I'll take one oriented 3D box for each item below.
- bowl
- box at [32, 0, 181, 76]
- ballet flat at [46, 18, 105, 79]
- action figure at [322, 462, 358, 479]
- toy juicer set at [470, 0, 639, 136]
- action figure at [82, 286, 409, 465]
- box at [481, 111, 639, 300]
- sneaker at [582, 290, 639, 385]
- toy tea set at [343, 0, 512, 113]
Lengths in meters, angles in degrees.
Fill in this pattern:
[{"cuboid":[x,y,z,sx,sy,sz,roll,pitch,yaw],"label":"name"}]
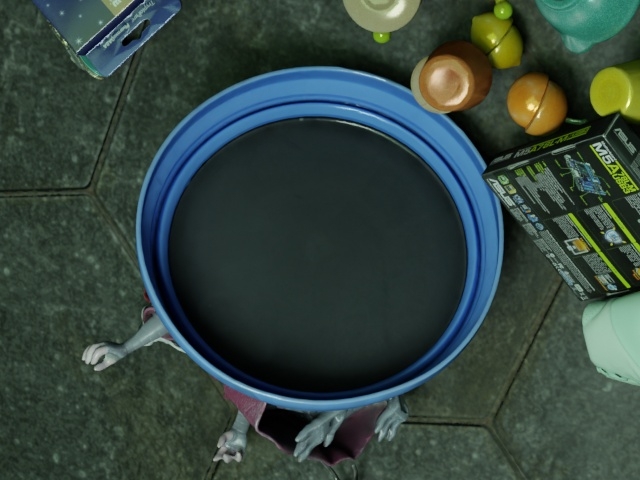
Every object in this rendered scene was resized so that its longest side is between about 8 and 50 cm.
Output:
[{"cuboid":[0.000,0.000,1.638,0.391,0.077,0.391,1,67,-3],"label":"bowl"},{"cuboid":[-0.284,-0.320,1.811,0.136,0.036,0.225,-41,86,10],"label":"box"},{"cuboid":[-0.297,-0.240,1.860,0.041,0.041,0.114,-35,88,27],"label":"ballet flat"},{"cuboid":[0.022,0.409,1.836,0.164,0.141,0.276,5,80,31],"label":"action figure"},{"cuboid":[0.247,-0.265,1.594,0.209,0.089,0.329,-14,85,47],"label":"toy juicer set"},{"cuboid":[-0.086,0.114,1.772,0.370,0.248,0.276,30,81,40],"label":"action figure"},{"cuboid":[0.288,-0.030,1.579,0.191,0.045,0.184,49,143,-16],"label":"box"},{"cuboid":[0.385,0.151,1.644,0.256,0.094,0.151,54,152,-18],"label":"sneaker"},{"cuboid":[0.137,-0.301,1.588,0.200,0.124,0.336,21,109,13],"label":"toy tea set"}]
